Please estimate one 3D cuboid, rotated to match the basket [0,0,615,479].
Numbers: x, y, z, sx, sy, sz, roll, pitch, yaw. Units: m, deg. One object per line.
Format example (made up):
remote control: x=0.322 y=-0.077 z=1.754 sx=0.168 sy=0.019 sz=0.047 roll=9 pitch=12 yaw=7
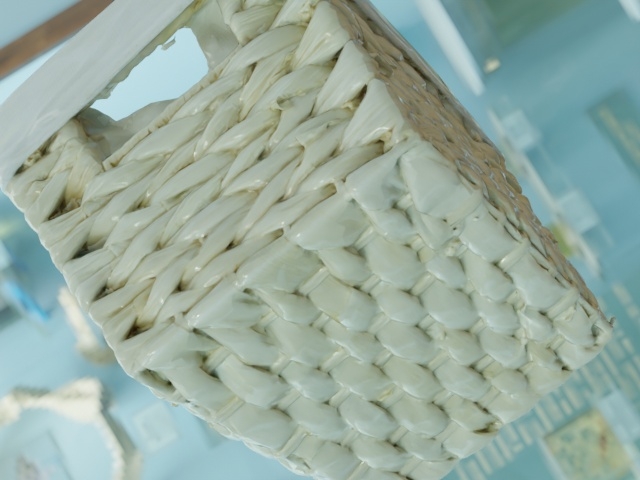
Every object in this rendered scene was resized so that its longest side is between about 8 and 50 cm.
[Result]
basket: x=0.000 y=0.000 z=0.480 sx=0.167 sy=0.113 sz=0.103 roll=38 pitch=-165 yaw=-52
